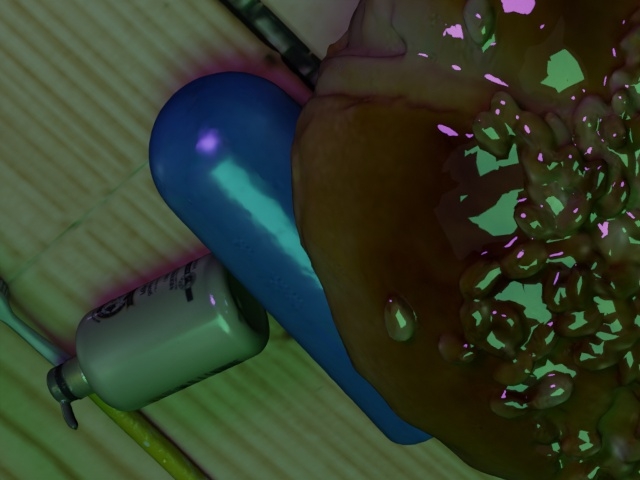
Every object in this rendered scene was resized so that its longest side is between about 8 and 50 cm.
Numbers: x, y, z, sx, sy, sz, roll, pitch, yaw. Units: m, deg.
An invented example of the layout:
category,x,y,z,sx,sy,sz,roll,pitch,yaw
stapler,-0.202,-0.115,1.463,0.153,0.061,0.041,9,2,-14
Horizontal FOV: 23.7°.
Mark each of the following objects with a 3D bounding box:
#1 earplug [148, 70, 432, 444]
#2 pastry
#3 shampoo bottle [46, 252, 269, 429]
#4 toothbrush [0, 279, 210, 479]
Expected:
category,x,y,z,sx,sy,sz,roll,pitch,yaw
earplug,0.000,0.000,1.001,0.132,0.132,0.273,-38,111,22
pastry,0.184,-0.042,0.855,0.410,0.245,0.409,-4,106,-16
shampoo bottle,-0.121,0.073,1.072,0.162,0.079,0.079,-25,119,16
toothbrush,-0.165,0.112,1.135,0.021,0.024,0.288,-31,119,22
